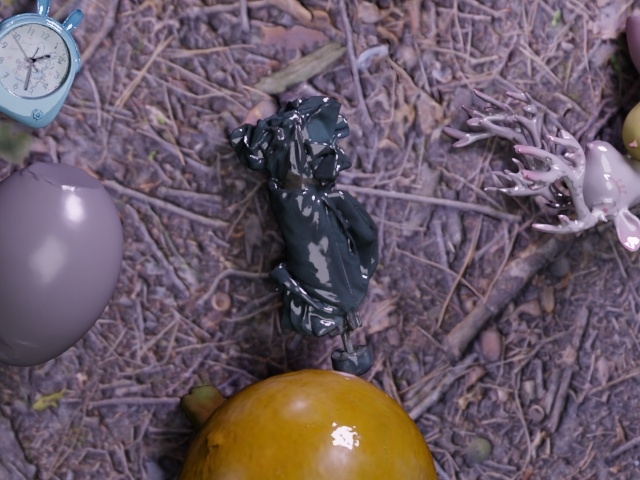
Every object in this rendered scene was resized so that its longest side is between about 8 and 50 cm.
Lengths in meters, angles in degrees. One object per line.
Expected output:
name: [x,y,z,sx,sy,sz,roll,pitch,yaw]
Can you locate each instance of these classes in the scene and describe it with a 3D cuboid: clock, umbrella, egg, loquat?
clock: [-0.321,-0.207,1.580,0.108,0.045,0.147,30,92,-24]
umbrella: [-0.002,0.000,1.714,0.143,0.094,0.348,-15,103,5]
egg: [-0.315,0.031,1.573,0.176,0.176,0.231,20,102,-22]
loquat: [-0.035,0.294,1.679,0.359,0.328,0.328,41,88,20]

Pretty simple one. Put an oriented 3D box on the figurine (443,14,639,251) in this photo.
figurine: [0.342,-0.137,1.760,0.284,0.206,0.315,37,84,-29]
